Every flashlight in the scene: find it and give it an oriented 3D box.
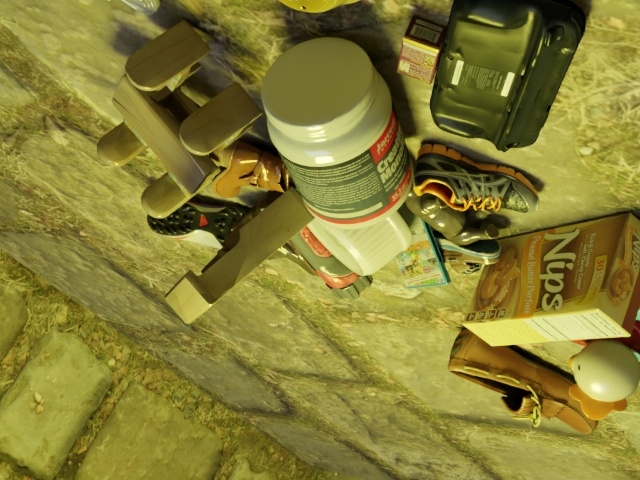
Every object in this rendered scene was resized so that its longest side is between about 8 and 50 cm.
[{"bbox_3d":[0.000,0.000,1.975,0.103,0.103,0.304,6,145,41],"label":"flashlight"}]

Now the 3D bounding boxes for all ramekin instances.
[{"bbox_3d":[0.057,-0.031,1.736,0.207,0.109,0.207,45,171,9],"label":"ramekin"}]

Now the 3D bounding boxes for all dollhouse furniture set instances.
[{"bbox_3d":[-0.245,-0.096,1.661,0.394,0.256,0.362,50,154,-2],"label":"dollhouse furniture set"}]

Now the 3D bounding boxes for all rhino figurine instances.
[{"bbox_3d":[0.190,-0.072,1.656,0.243,0.073,0.106,33,156,-13],"label":"rhino figurine"}]

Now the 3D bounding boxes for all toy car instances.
[{"bbox_3d":[0.495,0.200,1.711,0.210,0.238,0.219,15,154,22],"label":"toy car"}]

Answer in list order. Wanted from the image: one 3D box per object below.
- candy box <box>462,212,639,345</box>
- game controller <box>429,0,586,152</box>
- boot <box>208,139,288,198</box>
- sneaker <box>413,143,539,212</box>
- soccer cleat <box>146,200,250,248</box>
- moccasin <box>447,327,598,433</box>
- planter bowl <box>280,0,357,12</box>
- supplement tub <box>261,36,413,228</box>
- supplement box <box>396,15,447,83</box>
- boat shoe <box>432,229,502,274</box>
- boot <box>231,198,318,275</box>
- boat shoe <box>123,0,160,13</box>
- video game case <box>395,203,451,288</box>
[{"bbox_3d":[0.396,0.073,1.614,0.087,0.183,0.316,35,155,-23],"label":"candy box"},{"bbox_3d":[0.241,-0.226,1.294,0.166,0.067,0.319,22,156,8],"label":"game controller"},{"bbox_3d":[-0.134,-0.121,1.878,0.152,0.073,0.197,16,158,10],"label":"boot"},{"bbox_3d":[0.249,-0.082,1.565,0.214,0.083,0.084,19,154,10],"label":"sneaker"},{"bbox_3d":[-0.224,-0.029,2.147,0.318,0.109,0.116,11,-178,13],"label":"soccer cleat"},{"bbox_3d":[0.455,0.339,2.153,0.380,0.147,0.139,32,156,-16],"label":"moccasin"},{"bbox_3d":[-0.017,-0.361,1.238,0.217,0.090,0.217,21,156,10],"label":"planter bowl"},{"bbox_3d":[0.029,-0.159,1.483,0.191,0.191,0.272,14,154,25],"label":"supplement tub"},{"bbox_3d":[0.142,-0.264,1.339,0.055,0.043,0.083,21,156,7],"label":"supplement box"},{"bbox_3d":[0.266,0.025,1.742,0.183,0.066,0.066,21,127,61],"label":"boat shoe"},{"bbox_3d":[-0.091,0.009,2.051,0.106,0.082,0.219,-26,120,27],"label":"boot"},{"bbox_3d":[-0.330,-0.406,1.485,0.066,0.063,0.184,-2,145,46],"label":"boat shoe"},{"bbox_3d":[0.173,0.009,1.796,0.119,0.015,0.166,-11,103,55],"label":"video game case"}]
